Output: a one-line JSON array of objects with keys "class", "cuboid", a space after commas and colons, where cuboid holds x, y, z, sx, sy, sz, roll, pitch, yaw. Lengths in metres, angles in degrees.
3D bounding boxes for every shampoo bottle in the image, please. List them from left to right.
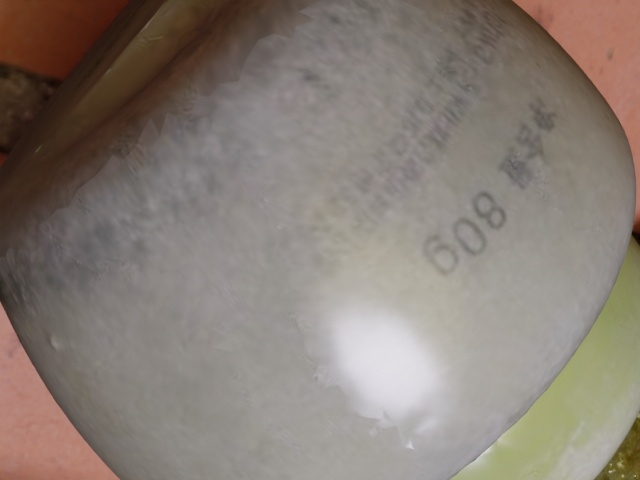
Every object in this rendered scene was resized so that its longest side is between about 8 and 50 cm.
[{"class": "shampoo bottle", "cuboid": [0.000, 0.000, 0.638, 0.322, 0.322, 0.317, -45, 116, -5]}]

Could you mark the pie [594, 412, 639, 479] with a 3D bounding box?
[{"class": "pie", "cuboid": [0.289, 0.113, 0.976, 0.277, 0.078, 0.277, -7, 107, -24]}]
